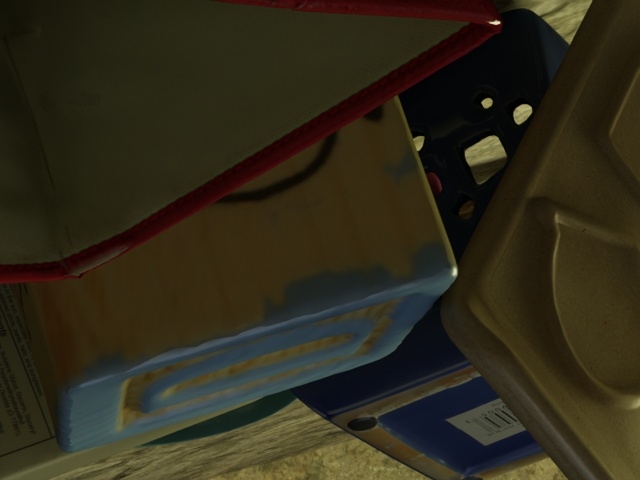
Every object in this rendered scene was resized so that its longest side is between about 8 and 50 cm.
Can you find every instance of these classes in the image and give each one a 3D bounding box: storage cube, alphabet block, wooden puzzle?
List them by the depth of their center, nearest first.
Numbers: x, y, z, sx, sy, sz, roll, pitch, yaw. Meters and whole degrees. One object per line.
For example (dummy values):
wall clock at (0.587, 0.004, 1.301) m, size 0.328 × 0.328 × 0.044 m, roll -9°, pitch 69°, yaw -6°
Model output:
storage cube at (-0.098, -0.106, 0.472) m, size 0.215 × 0.193 × 0.183 m, roll -29°, pitch 164°, yaw 37°
alphabet block at (-0.065, -0.027, 0.856) m, size 0.192 × 0.197 × 0.193 m, roll -16°, pitch 168°, yaw -14°
wooden puzzle at (0.196, 0.047, 0.984) m, size 0.080 × 0.322 × 0.348 m, roll -19°, pitch -149°, yaw 39°

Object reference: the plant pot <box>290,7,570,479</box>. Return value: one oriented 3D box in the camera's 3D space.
plant pot at (0.104, 0.024, 1.142) m, size 0.236 × 0.212 × 0.236 m, roll -24°, pitch 145°, yaw 24°

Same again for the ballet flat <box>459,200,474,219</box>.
ballet flat at (0.187, -0.014, 1.494) m, size 0.342 × 0.116 × 0.124 m, roll -23°, pitch -169°, yaw -17°

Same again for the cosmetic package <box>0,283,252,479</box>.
cosmetic package at (-0.177, 0.069, 1.125) m, size 0.309 × 0.160 × 0.113 m, roll -17°, pitch 169°, yaw -32°

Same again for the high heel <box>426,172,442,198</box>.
high heel at (0.000, 0.000, 1.357) m, size 0.117 × 0.082 × 0.244 m, roll -13°, pitch 176°, yaw -31°

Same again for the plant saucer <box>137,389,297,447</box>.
plant saucer at (-0.162, 0.097, 1.429) m, size 0.317 × 0.044 × 0.317 m, roll -5°, pitch 154°, yaw -2°
